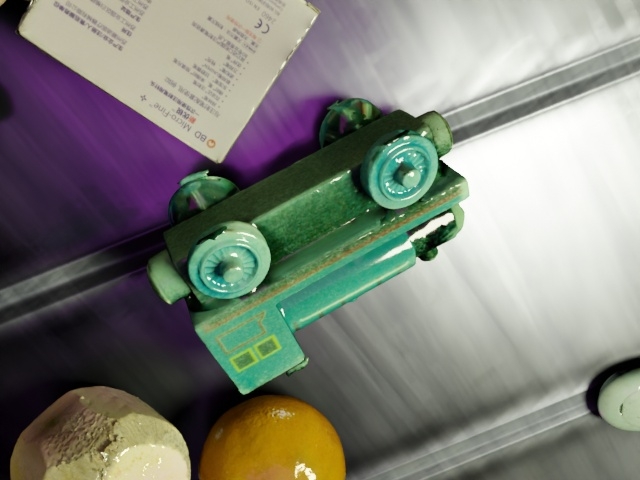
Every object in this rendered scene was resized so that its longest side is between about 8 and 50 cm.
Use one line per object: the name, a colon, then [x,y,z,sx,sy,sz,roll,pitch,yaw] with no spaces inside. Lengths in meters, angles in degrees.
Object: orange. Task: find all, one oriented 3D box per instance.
orange: [-0.051,0.242,0.568,0.156,0.124,0.156,-3,108,-10]

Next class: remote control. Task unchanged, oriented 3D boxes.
remote control: [0.462,0.179,0.658,0.256,0.045,0.097,-11,108,-7]

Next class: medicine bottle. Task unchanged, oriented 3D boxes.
medicine bottle: [-0.128,-0.188,0.470,0.201,0.052,0.171,32,100,-16]

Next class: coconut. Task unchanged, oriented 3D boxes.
coconut: [-0.217,0.225,0.534,0.147,0.152,0.147,-10,104,-42]

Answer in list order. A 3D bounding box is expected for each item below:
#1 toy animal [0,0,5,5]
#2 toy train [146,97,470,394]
toy animal: [-0.230,-0.286,0.272,0.247,0.277,0.345,-21,129,0]
toy train: [0.000,0.000,0.507,0.298,0.120,0.194,-28,128,-6]
